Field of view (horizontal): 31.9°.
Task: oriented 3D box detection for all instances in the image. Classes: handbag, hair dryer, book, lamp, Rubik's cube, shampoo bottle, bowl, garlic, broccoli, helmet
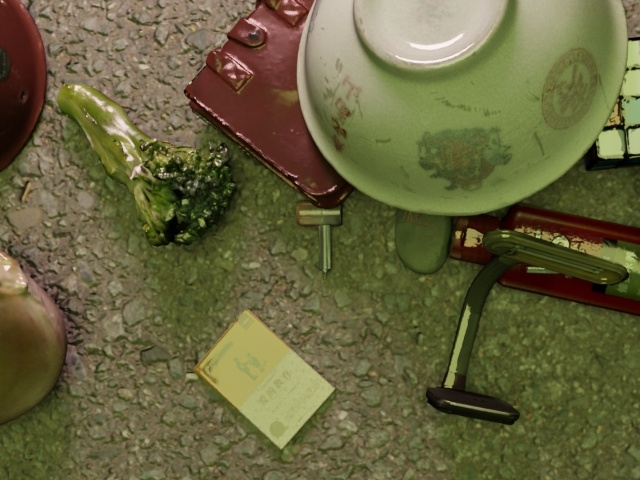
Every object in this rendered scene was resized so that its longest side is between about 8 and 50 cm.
[{"bbox_3d":[-0.015,-0.212,1.551,0.275,0.084,0.260,40,87,11],"label":"handbag"},{"bbox_3d":[0.000,0.000,1.577,0.063,0.037,0.114,-1,95,7],"label":"hair dryer"},{"bbox_3d":[-0.080,0.196,1.587,0.172,0.012,0.118,41,92,7],"label":"book"},{"bbox_3d":[0.269,0.120,1.475,0.203,0.124,0.283,14,106,-5],"label":"lamp"},{"bbox_3d":[0.424,-0.177,1.472,0.154,0.151,0.155,-5,87,8],"label":"Rubik's cube"},{"bbox_3d":[0.334,0.022,1.510,0.314,0.076,0.118,13,104,7],"label":"shampoo bottle"},{"bbox_3d":[0.151,-0.259,1.366,0.435,0.196,0.434,-3,78,15],"label":"bowl"},{"bbox_3d":[-0.503,0.183,1.530,0.231,0.246,0.340,41,77,-4],"label":"garlic"},{"bbox_3d":[-0.255,-0.126,1.574,0.304,0.145,0.165,38,131,17],"label":"broccoli"},{"bbox_3d":[-0.599,-0.239,1.563,0.385,0.230,0.337,-10,87,5],"label":"helmet"}]

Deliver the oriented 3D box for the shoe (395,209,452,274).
[{"bbox_3d":[0.146,-0.053,1.538,0.079,0.078,0.195,7,85,7],"label":"shoe"}]
